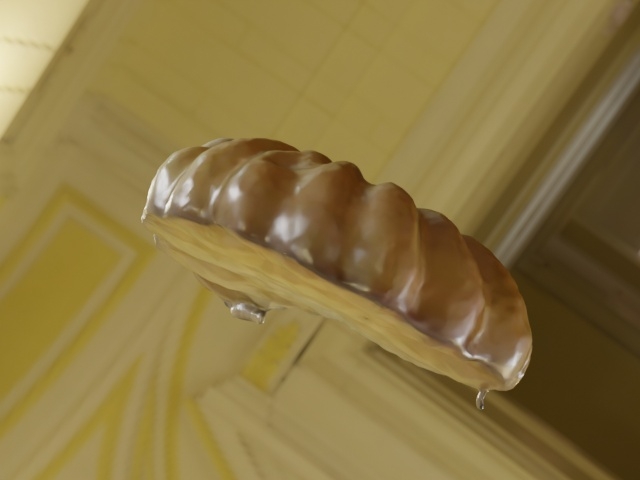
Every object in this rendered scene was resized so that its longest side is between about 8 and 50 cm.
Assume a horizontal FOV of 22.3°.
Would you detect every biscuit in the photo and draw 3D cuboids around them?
[{"bbox_3d":[0.000,0.000,0.647,0.183,0.061,0.118,20,163,38],"label":"biscuit"}]
